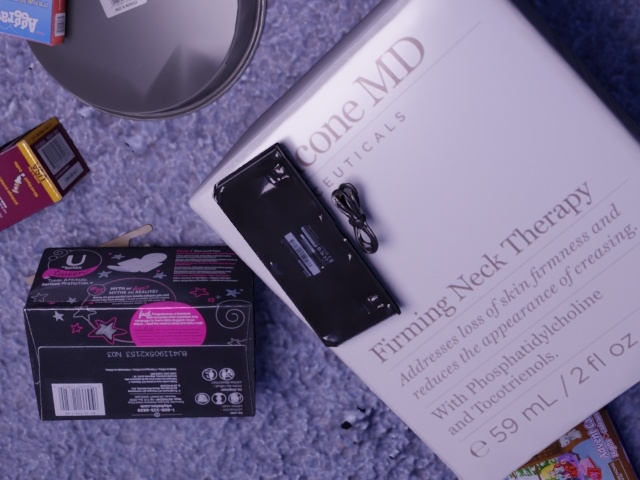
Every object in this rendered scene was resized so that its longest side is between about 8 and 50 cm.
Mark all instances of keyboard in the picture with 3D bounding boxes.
[{"bbox_3d":[0.000,0.000,0.870,0.108,0.023,0.180,-31,104,25],"label":"keyboard"}]

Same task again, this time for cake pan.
[{"bbox_3d":[-0.208,-0.269,1.128,0.293,0.054,0.293,2,110,7],"label":"cake pan"}]

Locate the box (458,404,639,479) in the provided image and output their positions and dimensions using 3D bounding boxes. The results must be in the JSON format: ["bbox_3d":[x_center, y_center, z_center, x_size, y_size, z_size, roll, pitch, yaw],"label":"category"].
[{"bbox_3d":[0.294,0.313,1.273,0.201,0.057,0.293,-23,105,15],"label":"box"}]

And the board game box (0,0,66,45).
[{"bbox_3d":[-0.400,-0.310,1.115,0.281,0.027,0.145,15,111,18],"label":"board game box"}]

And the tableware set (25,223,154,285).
[{"bbox_3d":[-0.264,0.071,1.266,0.194,0.039,0.128,-23,105,15],"label":"tableware set"}]

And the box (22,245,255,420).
[{"bbox_3d":[-0.199,0.106,1.190,0.248,0.142,0.163,0,119,-2],"label":"box"}]

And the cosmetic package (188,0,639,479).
[{"bbox_3d":[0.146,-0.046,1.018,0.329,0.327,0.393,-42,99,19],"label":"cosmetic package"}]

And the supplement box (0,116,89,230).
[{"bbox_3d":[-0.381,-0.058,1.200,0.188,0.104,0.080,-25,106,16],"label":"supplement box"}]
